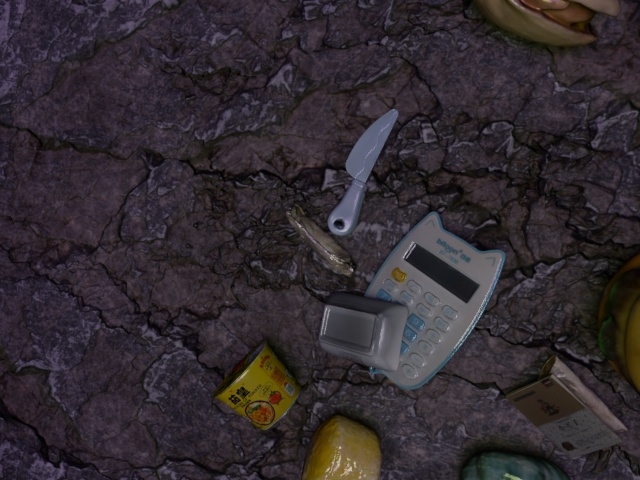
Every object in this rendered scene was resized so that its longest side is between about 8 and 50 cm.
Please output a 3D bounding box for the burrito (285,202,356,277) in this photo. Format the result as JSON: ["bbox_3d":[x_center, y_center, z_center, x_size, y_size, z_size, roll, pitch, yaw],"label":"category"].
[{"bbox_3d":[0.000,0.001,1.090,0.058,0.063,0.229,-39,83,-19],"label":"burrito"}]

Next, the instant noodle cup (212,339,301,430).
[{"bbox_3d":[-0.143,0.353,1.080,0.144,0.182,0.182,44,99,-4],"label":"instant noodle cup"}]

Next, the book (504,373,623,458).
[{"bbox_3d":[0.534,0.393,0.997,0.199,0.016,0.138,43,133,6],"label":"book"}]

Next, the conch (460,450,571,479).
[{"bbox_3d":[0.416,0.570,0.993,0.277,0.195,0.220,-38,95,-22],"label":"conch"}]

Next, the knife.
[{"bbox_3d":[0.095,-0.168,1.082,0.080,0.044,0.330,21,90,16],"label":"knife"}]

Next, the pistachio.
[{"bbox_3d":[0.457,-0.523,0.933,0.318,0.213,0.193,32,141,-2],"label":"pistachio"}]

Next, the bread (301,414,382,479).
[{"bbox_3d":[0.048,0.512,1.045,0.171,0.197,0.196,20,95,2],"label":"bread"}]

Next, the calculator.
[{"bbox_3d":[0.223,0.143,1.010,0.256,0.054,0.386,38,97,36],"label":"calculator"}]

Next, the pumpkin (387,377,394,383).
[{"bbox_3d":[0.197,0.314,1.059,0.074,0.083,0.053,11,78,8],"label":"pumpkin"}]

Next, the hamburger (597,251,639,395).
[{"bbox_3d":[0.748,0.184,0.856,0.397,0.277,0.394,1,96,12],"label":"hamburger"}]

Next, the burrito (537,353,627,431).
[{"bbox_3d":[0.575,0.355,0.999,0.226,0.060,0.087,43,127,4],"label":"burrito"}]

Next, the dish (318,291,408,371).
[{"bbox_3d":[0.080,0.201,1.020,0.213,0.077,0.151,7,82,39],"label":"dish"}]
